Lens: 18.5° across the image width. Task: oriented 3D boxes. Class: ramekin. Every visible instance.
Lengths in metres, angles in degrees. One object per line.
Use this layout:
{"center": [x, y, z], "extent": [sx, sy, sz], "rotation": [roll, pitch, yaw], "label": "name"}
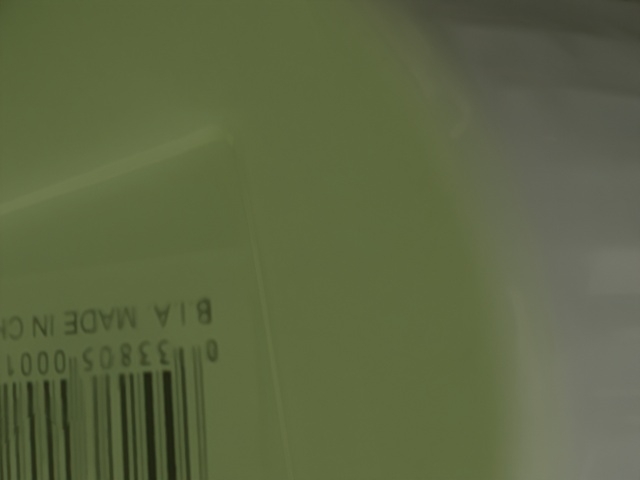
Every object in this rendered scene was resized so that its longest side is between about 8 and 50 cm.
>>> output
{"center": [-0.014, 0.045, 0.476], "extent": [0.135, 0.277, 0.277], "rotation": [5, 119, -52], "label": "ramekin"}
